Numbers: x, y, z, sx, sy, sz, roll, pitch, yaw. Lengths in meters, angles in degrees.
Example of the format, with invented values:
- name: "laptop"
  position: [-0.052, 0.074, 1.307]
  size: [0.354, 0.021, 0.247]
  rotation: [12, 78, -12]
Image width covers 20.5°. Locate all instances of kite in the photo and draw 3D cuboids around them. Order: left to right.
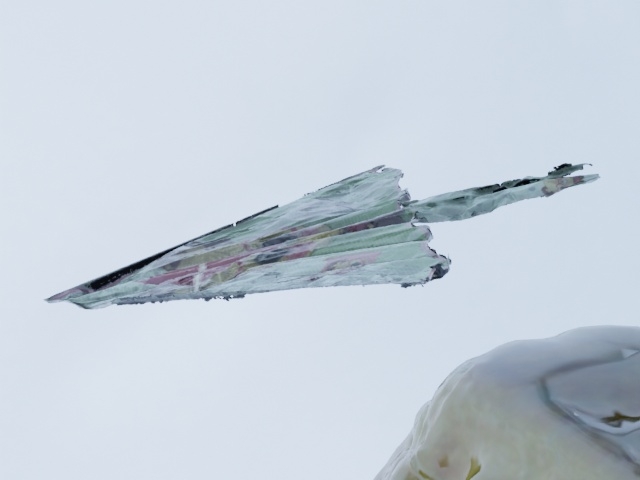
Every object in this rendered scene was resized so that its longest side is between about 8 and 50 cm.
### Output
- name: "kite"
  position: [0.000, 0.000, 0.832]
  size: [0.323, 0.267, 0.013]
  rotation: [-107, -177, -79]

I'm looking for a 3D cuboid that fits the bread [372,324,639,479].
- name: "bread"
  position: [0.093, 0.085, 0.291]
  size: [0.087, 0.098, 0.269]
  rotation: [30, 0, -32]
